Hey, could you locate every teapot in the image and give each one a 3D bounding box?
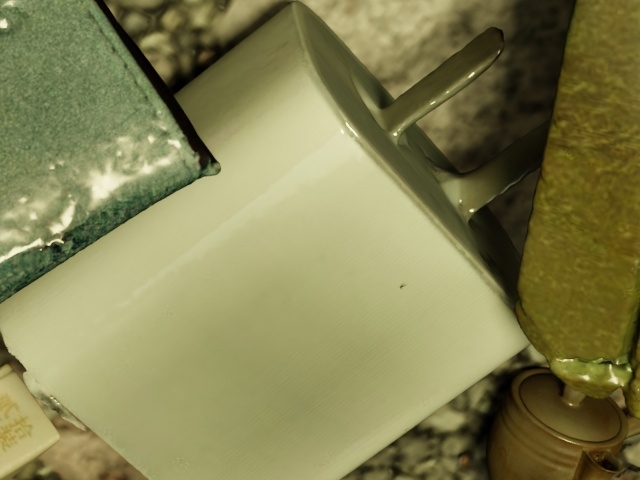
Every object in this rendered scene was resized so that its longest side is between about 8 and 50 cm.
[{"bbox_3d":[0.145,0.110,1.033,0.110,0.085,0.080,1,125,-32],"label":"teapot"}]

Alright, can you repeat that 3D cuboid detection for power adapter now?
[{"bbox_3d":[0.000,0.000,0.915,0.255,0.124,0.187,-38,120,13],"label":"power adapter"}]

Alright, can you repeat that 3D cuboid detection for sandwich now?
[{"bbox_3d":[0.166,-0.075,0.845,0.109,0.212,0.292,14,131,11],"label":"sandwich"}]

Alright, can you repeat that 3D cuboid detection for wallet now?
[{"bbox_3d":[-0.246,-0.003,0.787,0.379,0.046,0.190,-35,92,-11],"label":"wallet"}]

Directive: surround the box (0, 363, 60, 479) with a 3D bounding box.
[{"bbox_3d":[-0.291,0.179,0.834,0.204,0.365,0.051,-39,85,40],"label":"box"}]
